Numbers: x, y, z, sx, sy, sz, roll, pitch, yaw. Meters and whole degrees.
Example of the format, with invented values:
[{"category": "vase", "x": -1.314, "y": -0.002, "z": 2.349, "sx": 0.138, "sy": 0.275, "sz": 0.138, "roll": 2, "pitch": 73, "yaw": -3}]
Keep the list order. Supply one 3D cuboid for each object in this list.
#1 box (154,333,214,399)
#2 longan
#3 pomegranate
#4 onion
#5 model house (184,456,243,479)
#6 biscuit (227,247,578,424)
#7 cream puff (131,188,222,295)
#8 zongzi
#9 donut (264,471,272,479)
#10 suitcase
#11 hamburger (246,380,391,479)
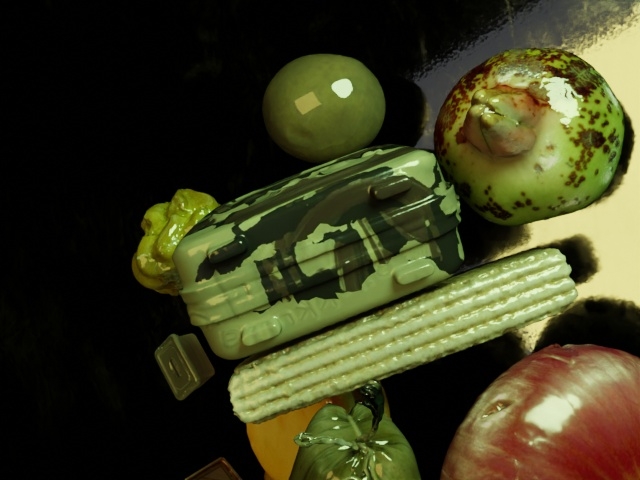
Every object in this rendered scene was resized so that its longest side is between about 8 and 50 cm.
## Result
[{"category": "box", "x": -0.282, "y": 0.259, "z": 1.092, "sx": 0.089, "sy": 0.062, "sz": 0.122, "roll": -44, "pitch": 70, "yaw": 30}, {"category": "longan", "x": 0.003, "y": -0.199, "z": 0.784, "sx": 0.189, "sy": 0.189, "sz": 0.189, "roll": 4, "pitch": 98, "yaw": 34}, {"category": "pomegranate", "x": 0.220, "y": -0.122, "z": 0.594, "sx": 0.214, "sy": 0.248, "sz": 0.214, "roll": -1, "pitch": 89, "yaw": 38}, {"category": "onion", "x": 0.275, "y": 0.287, "z": 0.590, "sx": 0.285, "sy": 0.348, "sz": 0.347, "roll": 178, "pitch": 85, "yaw": -71}, {"category": "model house", "x": -0.204, "y": 0.562, "z": 1.048, "sx": 0.207, "sy": 0.154, "sz": 0.294, "roll": 18, "pitch": 122, "yaw": -13}, {"category": "biscuit", "x": 0.094, "y": 0.118, "z": 0.662, "sx": 0.426, "sy": 0.144, "sz": 0.078, "roll": -21, "pitch": 85, "yaw": 3}, {"category": "cream puff", "x": -0.264, "y": -0.002, "z": 0.989, "sx": 0.221, "sy": 0.195, "sz": 0.194, "roll": -36, "pitch": 75, "yaw": 27}, {"category": "zongzi", "x": 0.120, "y": 0.341, "z": 0.648, "sx": 0.181, "sy": 0.418, "sz": 0.447, "roll": -126, "pitch": 47, "yaw": -65}, {"category": "donut", "x": -0.014, "y": 0.450, "z": 0.930, "sx": 0.178, "sy": 0.065, "sz": 0.162, "roll": 4, "pitch": 102, "yaw": 33}, {"category": "suitcase", "x": 0.000, "y": 0.000, "z": 0.717, "sx": 0.351, "sy": 0.339, "sz": 0.194, "roll": -21, "pitch": 103, "yaw": 1}, {"category": "hamburger", "x": 0.002, "y": 0.270, "z": 0.834, "sx": 0.246, "sy": 0.170, "sz": 0.246, "roll": -3, "pitch": 85, "yaw": 45}]
